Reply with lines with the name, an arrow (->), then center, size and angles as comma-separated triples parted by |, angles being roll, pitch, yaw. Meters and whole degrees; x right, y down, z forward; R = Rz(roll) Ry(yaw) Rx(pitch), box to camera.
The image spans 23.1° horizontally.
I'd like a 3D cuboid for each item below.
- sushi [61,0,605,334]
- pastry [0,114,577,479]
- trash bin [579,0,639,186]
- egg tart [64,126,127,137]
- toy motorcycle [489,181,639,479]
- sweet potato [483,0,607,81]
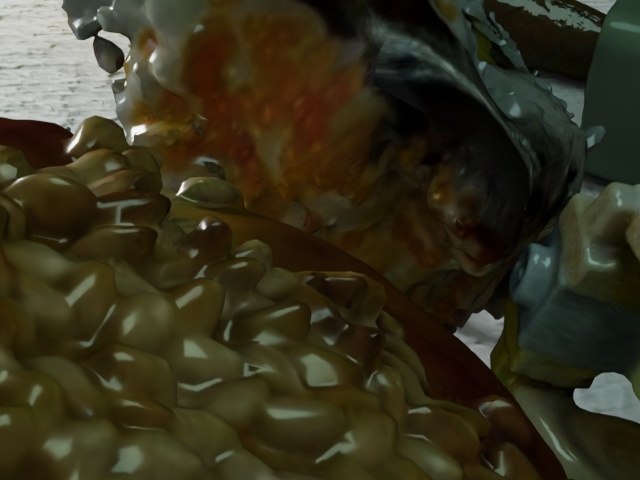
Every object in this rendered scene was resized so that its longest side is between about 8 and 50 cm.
sushi -> -0.005, -0.124, 0.898 | 0.417, 0.176, 0.417 | 47, 15, -17
pastry -> -0.078, 0.125, 0.429 | 0.409, 0.245, 0.409 | 19, 46, -21
trash bin -> 0.385, -0.090, 1.215 | 0.343, 0.158, 0.223 | 14, 26, 14
egg tart -> -0.112, 0.003, 0.884 | 0.234, 0.094, 0.234 | 13, 26, -6
toy motorcycle -> 0.183, 0.132, 0.678 | 0.237, 0.169, 0.410 | 19, 41, -10
sweet potato -> 0.250, -0.173, 1.398 | 0.273, 0.075, 0.075 | 17, 28, 2
